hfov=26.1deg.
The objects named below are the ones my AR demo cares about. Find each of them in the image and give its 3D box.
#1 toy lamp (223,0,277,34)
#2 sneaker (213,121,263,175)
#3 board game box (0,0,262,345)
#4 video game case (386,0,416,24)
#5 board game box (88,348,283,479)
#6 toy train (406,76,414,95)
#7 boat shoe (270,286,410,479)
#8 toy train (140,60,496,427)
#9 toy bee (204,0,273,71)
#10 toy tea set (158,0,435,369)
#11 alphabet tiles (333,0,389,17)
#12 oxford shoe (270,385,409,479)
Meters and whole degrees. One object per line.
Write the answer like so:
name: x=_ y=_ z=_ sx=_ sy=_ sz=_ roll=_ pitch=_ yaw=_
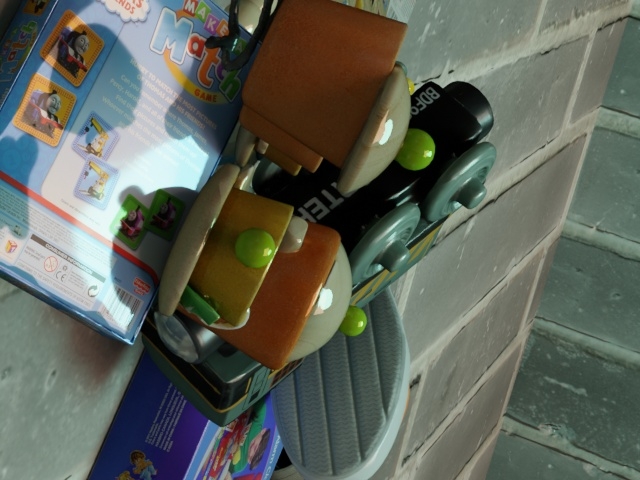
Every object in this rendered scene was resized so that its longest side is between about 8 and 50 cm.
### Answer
toy lamp: x=-0.075 y=-0.124 z=0.968 sx=0.275 sy=0.080 sz=0.080 roll=-58 pitch=159 yaw=-31
sneaker: x=-0.049 y=-0.116 z=1.078 sx=0.191 sy=0.071 sz=0.083 roll=-45 pitch=145 yaw=-53
board game box: x=-0.130 y=-0.066 z=0.825 sx=0.160 sy=0.039 sz=0.211 roll=37 pitch=73 yaw=-43
video game case: x=0.077 y=-0.297 z=1.329 sx=0.183 sy=0.023 sz=0.201 roll=-67 pitch=162 yaw=-7
board game box: x=-0.139 y=0.262 z=1.199 sx=0.347 sy=0.078 sz=0.233 roll=-67 pitch=162 yaw=-10
toy train: x=0.042 y=-0.121 z=1.385 sx=0.166 sy=0.046 sz=0.125 roll=7 pitch=104 yaw=-69
boat shoe: x=0.021 y=0.080 z=1.244 sx=0.119 sy=0.121 sz=0.335 roll=79 pitch=9 yaw=-54
toy train: x=0.000 y=0.000 z=1.061 sx=0.334 sy=0.142 sz=0.190 roll=-39 pitch=165 yaw=-30
toy bee: x=-0.089 y=-0.247 z=0.702 sx=0.298 sy=0.162 sz=0.195 roll=-98 pitch=-150 yaw=-54
toy tea set: x=0.000 y=-0.021 z=0.767 sx=0.336 sy=0.124 sz=0.200 roll=165 pitch=-50 yaw=-85
alphabet tiles: x=0.025 y=-0.181 z=1.163 sx=0.198 sy=0.009 sz=0.237 roll=74 pitch=26 yaw=-58
oxford shoe: x=-0.043 y=0.270 z=1.496 sx=0.132 sy=0.130 sz=0.364 roll=17 pitch=101 yaw=-40
